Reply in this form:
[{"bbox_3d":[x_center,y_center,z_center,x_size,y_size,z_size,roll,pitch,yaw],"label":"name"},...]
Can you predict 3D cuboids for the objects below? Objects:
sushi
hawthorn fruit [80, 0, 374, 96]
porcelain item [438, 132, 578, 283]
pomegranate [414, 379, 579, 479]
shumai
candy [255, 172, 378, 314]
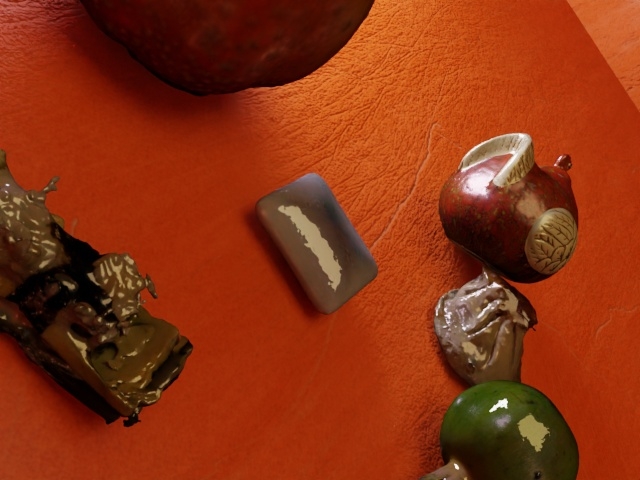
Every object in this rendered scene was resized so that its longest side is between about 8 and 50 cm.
[{"bbox_3d":[-0.236,0.029,0.665,0.291,0.131,0.139,45,43,-4],"label":"sushi"},{"bbox_3d":[-0.105,-0.385,0.854,0.403,0.403,0.402,24,51,-33],"label":"hawthorn fruit"},{"bbox_3d":[0.325,-0.059,1.174,0.253,0.253,0.252,24,51,-33],"label":"porcelain item"},{"bbox_3d":[0.222,0.288,0.940,0.225,0.187,0.187,-24,84,-22],"label":"pomegranate"},{"bbox_3d":[0.277,0.136,1.113,0.201,0.120,0.201,26,47,-32],"label":"shumai"},{"bbox_3d":[0.000,0.000,0.956,0.138,0.071,0.174,-33,92,-50],"label":"candy"}]
